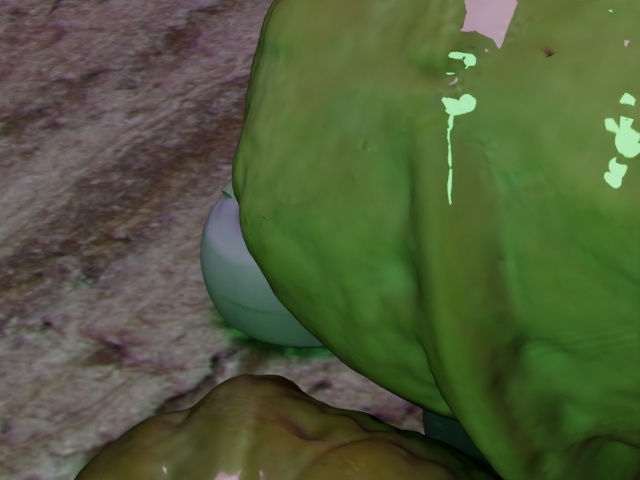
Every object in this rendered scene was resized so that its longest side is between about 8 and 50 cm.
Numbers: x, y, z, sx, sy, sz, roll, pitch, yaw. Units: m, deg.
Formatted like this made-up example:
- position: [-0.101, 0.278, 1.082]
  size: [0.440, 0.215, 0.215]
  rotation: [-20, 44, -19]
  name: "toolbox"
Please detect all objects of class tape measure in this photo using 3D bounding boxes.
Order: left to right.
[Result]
- position: [0.001, 0.002, 1.494]
  size: [0.196, 0.105, 0.178]
  rotation: [10, 36, 22]
  name: "tape measure"

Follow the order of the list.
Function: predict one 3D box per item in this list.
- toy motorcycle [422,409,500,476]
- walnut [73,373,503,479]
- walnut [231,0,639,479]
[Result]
- position: [0.205, 0.125, 1.125]
  size: [0.325, 0.148, 0.221]
  rotation: [15, 13, 20]
  name: "toy motorcycle"
- position: [-0.019, 0.217, 0.960]
  size: [0.332, 0.333, 0.333]
  rotation: [-4, 32, 3]
  name: "walnut"
- position: [0.151, -0.035, 0.932]
  size: [0.381, 0.381, 0.381]
  rotation: [-4, 32, 3]
  name: "walnut"
